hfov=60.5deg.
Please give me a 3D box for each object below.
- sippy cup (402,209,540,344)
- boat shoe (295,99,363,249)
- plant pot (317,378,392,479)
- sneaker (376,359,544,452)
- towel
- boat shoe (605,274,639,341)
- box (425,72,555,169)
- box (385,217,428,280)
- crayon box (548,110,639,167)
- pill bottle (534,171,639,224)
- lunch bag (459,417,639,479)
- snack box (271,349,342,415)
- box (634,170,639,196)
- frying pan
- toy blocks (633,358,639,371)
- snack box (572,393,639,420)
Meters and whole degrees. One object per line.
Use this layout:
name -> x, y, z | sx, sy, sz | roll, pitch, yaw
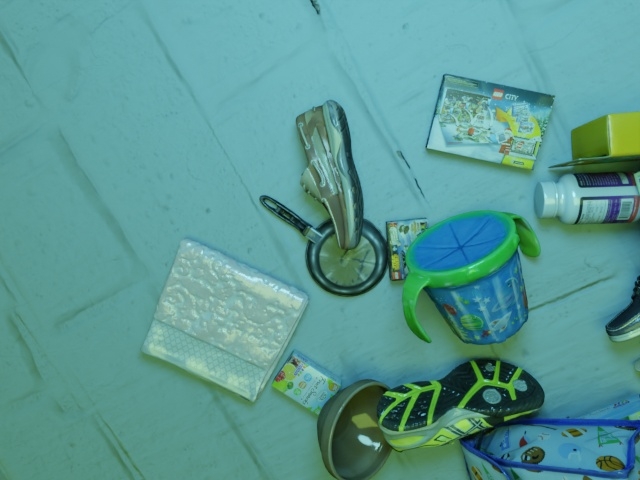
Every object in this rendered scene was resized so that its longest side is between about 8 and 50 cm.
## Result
sippy cup -> 0.326, 0.090, 1.158 | 0.306, 0.240, 0.224 | -20, 113, 16
boat shoe -> 0.019, -0.136, 1.197 | 0.116, 0.123, 0.324 | -11, 87, 15
plant pot -> 0.070, 0.432, 1.282 | 0.110, 0.237, 0.237 | 9, 106, 46
sneaker -> 0.320, 0.386, 1.269 | 0.385, 0.145, 0.147 | -10, 129, -1
towel -> -0.237, 0.198, 1.324 | 0.332, 0.053, 0.317 | 25, 103, 0
boat shoe -> 0.724, 0.106, 1.179 | 0.285, 0.103, 0.092 | -40, 90, 8
box -> 0.358, -0.252, 1.171 | 0.233, 0.044, 0.159 | 13, 102, 4
box -> 0.200, 0.020, 1.246 | 0.094, 0.027, 0.137 | -5, 101, -2
crayon box -> 0.635, -0.201, 1.066 | 0.323, 0.203, 0.083 | -5, 93, 7
pill bottle -> 0.558, -0.088, 1.150 | 0.194, 0.108, 0.108 | -1, 101, 7
lunch bag -> 0.514, 0.577, 1.197 | 0.386, 0.239, 0.327 | -11, 98, 41
snack box -> -0.033, 0.346, 1.338 | 0.141, 0.037, 0.100 | 33, 104, -1
box -> 0.750, -0.034, 1.052 | 0.214, 0.117, 0.242 | -4, 79, -25
frying pan -> 0.026, -0.014, 1.258 | 0.197, 0.053, 0.326 | -33, 98, 9
toy blocks -> 0.798, 0.315, 1.232 | 0.123, 0.054, 0.148 | -34, 96, 11
snack box -> 0.703, 0.476, 1.249 | 0.174, 0.070, 0.207 | -34, 95, 27
